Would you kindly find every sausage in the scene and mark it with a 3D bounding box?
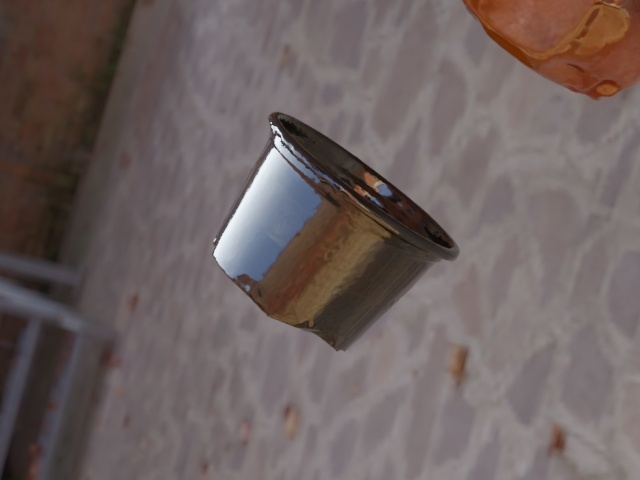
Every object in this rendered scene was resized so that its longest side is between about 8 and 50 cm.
[{"bbox_3d":[0.106,-0.197,0.887,0.133,0.258,0.133,-29,7,4],"label":"sausage"}]

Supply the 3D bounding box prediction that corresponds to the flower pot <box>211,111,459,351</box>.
[{"bbox_3d":[0.000,0.000,1.189,0.107,0.157,0.157,-52,19,9],"label":"flower pot"}]
